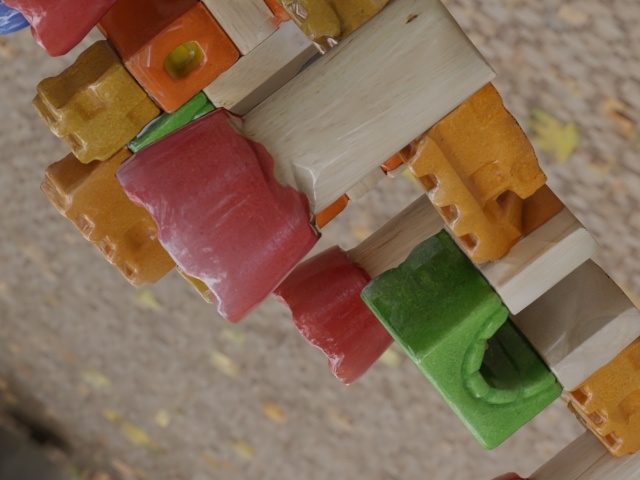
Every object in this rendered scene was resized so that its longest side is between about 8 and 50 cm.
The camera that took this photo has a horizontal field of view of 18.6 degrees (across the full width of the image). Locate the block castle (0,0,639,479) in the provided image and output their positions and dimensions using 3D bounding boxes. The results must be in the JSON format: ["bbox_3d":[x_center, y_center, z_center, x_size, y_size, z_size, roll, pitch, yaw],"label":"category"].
[{"bbox_3d":[0.000,0.000,1.038,0.303,0.213,0.453,53,-179,40],"label":"block castle"}]
